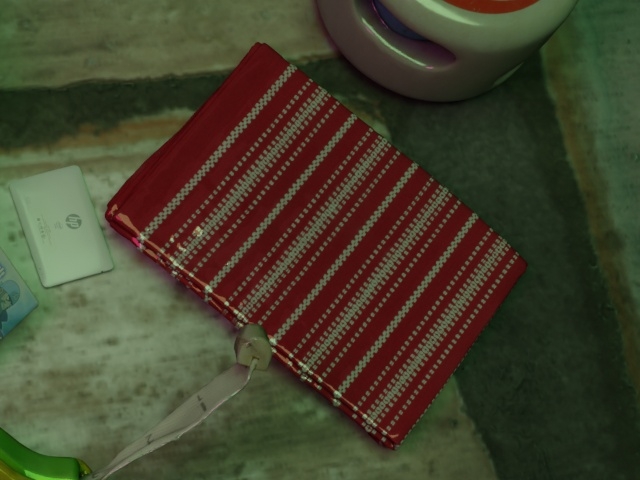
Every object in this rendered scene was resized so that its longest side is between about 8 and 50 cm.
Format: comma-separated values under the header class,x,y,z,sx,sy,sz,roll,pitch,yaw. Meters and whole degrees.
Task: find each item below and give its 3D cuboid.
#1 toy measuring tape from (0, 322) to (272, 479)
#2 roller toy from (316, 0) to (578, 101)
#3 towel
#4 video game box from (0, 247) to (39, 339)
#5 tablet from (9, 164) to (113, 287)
class,x,y,z,sx,sy,sz,roll,pitch,yaw
toy measuring tape,-0.189,0.131,1.093,0.330,0.121,0.121,-38,85,2
roller toy,0.103,-0.214,1.303,0.209,0.146,0.191,-7,75,-18
towel,0.000,0.000,1.269,0.275,0.031,0.199,39,65,-2
video game box,-0.304,0.028,1.104,0.187,0.048,0.205,-44,128,-22
tablet,-0.186,-0.011,1.233,0.054,0.006,0.083,-16,78,-20
